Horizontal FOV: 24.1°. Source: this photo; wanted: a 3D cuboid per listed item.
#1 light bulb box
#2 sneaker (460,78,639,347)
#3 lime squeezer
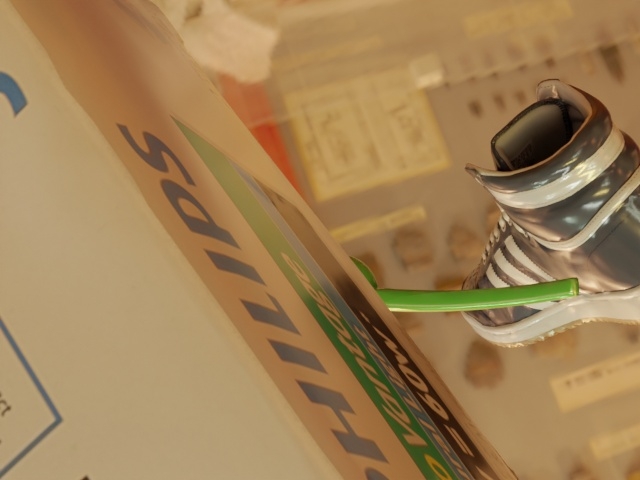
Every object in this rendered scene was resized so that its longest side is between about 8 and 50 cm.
[{"bbox_3d":[-0.154,0.102,0.554,0.361,0.358,0.225,-42,152,9],"label":"light bulb box"},{"bbox_3d":[0.145,-0.015,1.022,0.099,0.153,0.282,-49,-168,-21],"label":"sneaker"},{"bbox_3d":[0.000,0.000,0.904,0.110,0.310,0.059,-58,157,-5],"label":"lime squeezer"}]
